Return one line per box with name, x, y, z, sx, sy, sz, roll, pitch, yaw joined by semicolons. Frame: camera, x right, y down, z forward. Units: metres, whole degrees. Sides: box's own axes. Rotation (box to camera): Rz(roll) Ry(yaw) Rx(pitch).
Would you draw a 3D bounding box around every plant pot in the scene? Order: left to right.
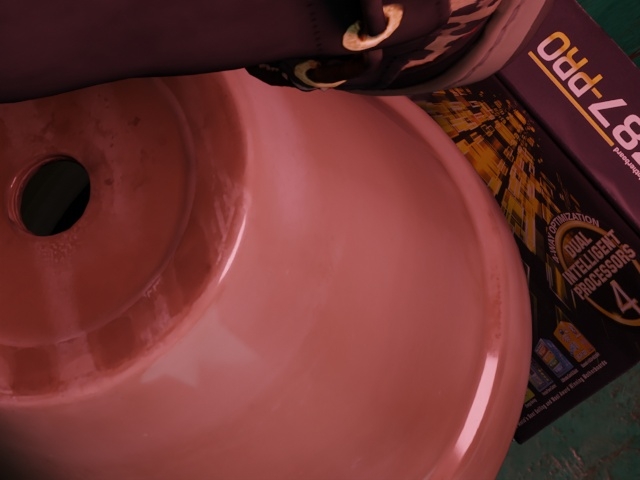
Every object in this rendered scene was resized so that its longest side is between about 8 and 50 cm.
plant pot;-0.078;0.022;0.852;0.323;0.323;0.280;-38;156;3

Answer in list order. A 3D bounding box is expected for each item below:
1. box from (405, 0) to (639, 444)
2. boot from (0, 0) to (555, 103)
box;0.138;-0.031;1.305;0.097;0.318;0.395;-36;173;-21
boot;-0.070;-0.087;0.452;0.284;0.138;0.377;-14;-176;-13
